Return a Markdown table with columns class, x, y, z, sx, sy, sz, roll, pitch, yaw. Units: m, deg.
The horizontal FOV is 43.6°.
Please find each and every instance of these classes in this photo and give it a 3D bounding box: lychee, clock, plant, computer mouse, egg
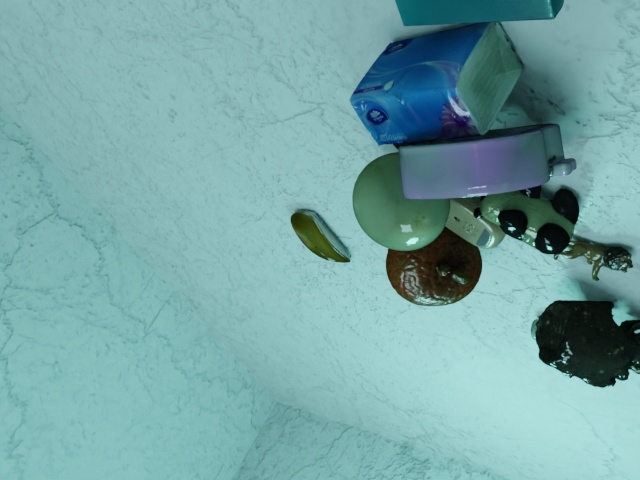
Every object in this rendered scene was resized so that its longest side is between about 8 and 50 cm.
| class | x | y | z | sx | sy | sz | roll | pitch | yaw |
| --- | --- | --- | --- | --- | --- | --- | --- | --- | --- |
| lychee | 0.292 | 0.054 | 2.062 | 0.255 | 0.255 | 0.300 | 38 | 167 | -13 |
| clock | 0.322 | -0.157 | 1.552 | 0.339 | 0.339 | 0.102 | 1 | 103 | 47 |
| plant | 0.696 | 0.254 | 2.017 | 0.276 | 0.188 | 0.199 | 16 | 135 | -11 |
| computer mouse | 0.348 | -0.077 | 1.934 | 0.237 | 0.082 | 0.145 | 37 | 154 | 16 |
| egg | 0.186 | -0.083 | 1.800 | 0.218 | 0.218 | 0.295 | 40 | -171 | -17 |
| computer mouse | 0.000 | 0.000 | 2.485 | 0.126 | 0.056 | 0.245 | 3 | 144 | 45 |

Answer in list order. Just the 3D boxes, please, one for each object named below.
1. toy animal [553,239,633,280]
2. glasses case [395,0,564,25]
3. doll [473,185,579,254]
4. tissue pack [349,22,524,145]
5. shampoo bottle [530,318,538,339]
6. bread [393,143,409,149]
| class | x | y | z | sx | sy | sz | roll | pitch | yaw |
| --- | --- | --- | --- | --- | --- | --- | --- | --- | --- |
| toy animal | 0.624 | 0.040 | 1.878 | 0.220 | 0.069 | 0.086 | 9 | 126 | 29 |
| glasses case | 0.268 | -0.446 | 1.399 | 0.301 | 0.070 | 0.117 | 11 | 142 | 39 |
| doll | 0.464 | -0.057 | 1.792 | 0.234 | 0.143 | 0.135 | 27 | 160 | 7 |
| tissue pack | 0.220 | -0.300 | 1.548 | 0.264 | 0.198 | 0.146 | 0 | 139 | 48 |
| shampoo bottle | 0.684 | 0.257 | 2.200 | 0.205 | 0.065 | 0.065 | 2 | 142 | 44 |
| bread | 0.203 | -0.255 | 1.797 | 0.193 | 0.067 | 0.119 | 16 | 148 | 25 |
